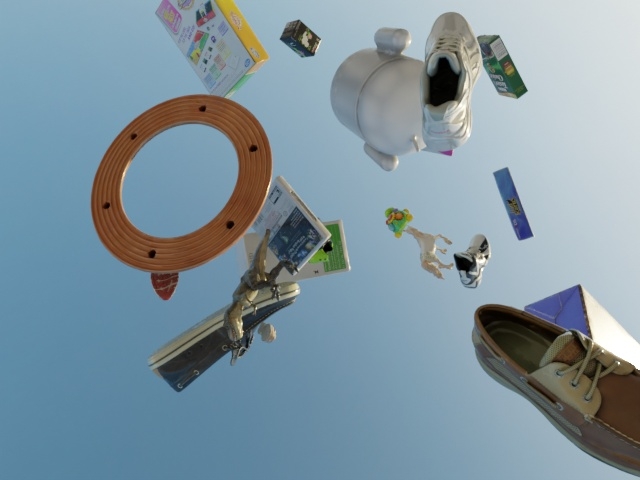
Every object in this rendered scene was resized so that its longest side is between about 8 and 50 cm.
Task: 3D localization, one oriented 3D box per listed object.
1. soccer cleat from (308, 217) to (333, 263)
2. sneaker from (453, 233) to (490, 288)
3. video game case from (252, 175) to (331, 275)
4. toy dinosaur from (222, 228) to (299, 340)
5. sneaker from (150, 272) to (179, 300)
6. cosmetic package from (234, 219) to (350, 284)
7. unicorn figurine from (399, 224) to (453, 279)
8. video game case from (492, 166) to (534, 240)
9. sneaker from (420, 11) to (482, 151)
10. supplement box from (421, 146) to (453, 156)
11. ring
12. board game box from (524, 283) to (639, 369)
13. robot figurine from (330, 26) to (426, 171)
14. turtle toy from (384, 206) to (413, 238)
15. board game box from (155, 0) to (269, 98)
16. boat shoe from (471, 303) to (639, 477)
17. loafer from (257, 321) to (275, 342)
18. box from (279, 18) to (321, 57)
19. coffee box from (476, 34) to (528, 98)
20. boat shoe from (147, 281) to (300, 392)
[{"bbox_3d":[0.000,0.000,1.236,0.072,0.060,0.179,0,-141,6],"label":"soccer cleat"},{"bbox_3d":[0.584,0.054,1.734,0.094,0.153,0.235,13,-111,39],"label":"sneaker"},{"bbox_3d":[-0.076,-0.028,1.021,0.022,0.190,0.173,-34,-99,-40],"label":"video game case"},{"bbox_3d":[-0.119,0.079,0.935,0.118,0.064,0.268,1,-125,30],"label":"toy dinosaur"},{"bbox_3d":[-0.513,0.116,1.475,0.088,0.092,0.225,-6,-141,-19],"label":"sneaker"},{"bbox_3d":[-0.102,0.050,1.576,0.365,0.155,0.197,-10,-91,-24],"label":"cosmetic package"},{"bbox_3d":[0.266,0.016,1.100,0.111,0.060,0.162,18,-145,-12],"label":"unicorn figurine"},{"bbox_3d":[0.734,-0.144,1.715,0.244,0.061,0.269,-17,-94,-66],"label":"video game case"},{"bbox_3d":[0.192,-0.257,0.661,0.090,0.115,0.232,-1,-109,20],"label":"sneaker"},{"bbox_3d":[0.386,-0.390,1.388,0.114,0.111,0.220,18,-102,20],"label":"supplement box"},{"bbox_3d":[-0.240,-0.103,0.774,0.336,0.032,0.336,-4,-110,11],"label":"ring"},{"bbox_3d":[0.606,0.287,0.992,0.291,0.141,0.232,40,-139,-16],"label":"board game box"},{"bbox_3d":[0.147,-0.311,1.000,0.200,0.300,0.353,-11,-149,-15],"label":"robot figurine"},{"bbox_3d":[0.258,-0.073,1.532,0.066,0.095,0.130,24,-160,-16],"label":"turtle toy"},{"bbox_3d":[-0.319,-0.598,1.302,0.064,0.242,0.316,-44,-75,-40],"label":"board game box"},{"bbox_3d":[0.329,0.181,0.594,0.122,0.120,0.324,-43,-147,-16],"label":"boat shoe"},{"bbox_3d":[-0.130,0.239,1.155,0.039,0.125,0.045,30,-98,-16],"label":"loafer"},{"bbox_3d":[-0.052,-0.525,1.171,0.083,0.052,0.062,26,177,-39],"label":"box"},{"bbox_3d":[0.498,-0.484,1.250,0.040,0.184,0.113,-38,-156,9],"label":"coffee box"},{"bbox_3d":[-0.269,0.282,1.348,0.500,0.187,0.156,-32,-86,-3],"label":"boat shoe"}]
